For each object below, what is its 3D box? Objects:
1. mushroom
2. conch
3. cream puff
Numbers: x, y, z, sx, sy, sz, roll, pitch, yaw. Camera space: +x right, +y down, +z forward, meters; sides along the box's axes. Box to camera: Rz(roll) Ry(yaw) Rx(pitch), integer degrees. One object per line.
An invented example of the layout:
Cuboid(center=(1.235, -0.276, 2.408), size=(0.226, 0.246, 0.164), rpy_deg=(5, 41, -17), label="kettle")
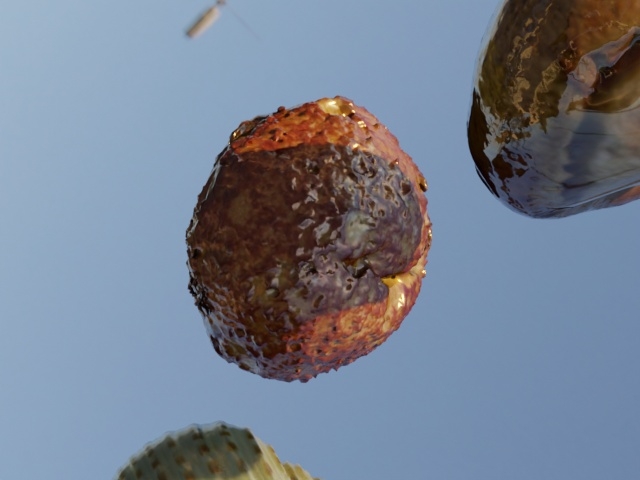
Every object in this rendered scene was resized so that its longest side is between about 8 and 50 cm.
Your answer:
Cuboid(center=(0.211, -0.086, 0.785), size=(0.267, 0.267, 0.254), rpy_deg=(-25, -141, 28), label="mushroom")
Cuboid(center=(-0.083, 0.203, 0.949), size=(0.200, 0.131, 0.172), rpy_deg=(-6, -134, -19), label="conch")
Cuboid(center=(0.000, 0.000, 1.052), size=(0.164, 0.240, 0.240), rpy_deg=(0, -125, 33), label="cream puff")
